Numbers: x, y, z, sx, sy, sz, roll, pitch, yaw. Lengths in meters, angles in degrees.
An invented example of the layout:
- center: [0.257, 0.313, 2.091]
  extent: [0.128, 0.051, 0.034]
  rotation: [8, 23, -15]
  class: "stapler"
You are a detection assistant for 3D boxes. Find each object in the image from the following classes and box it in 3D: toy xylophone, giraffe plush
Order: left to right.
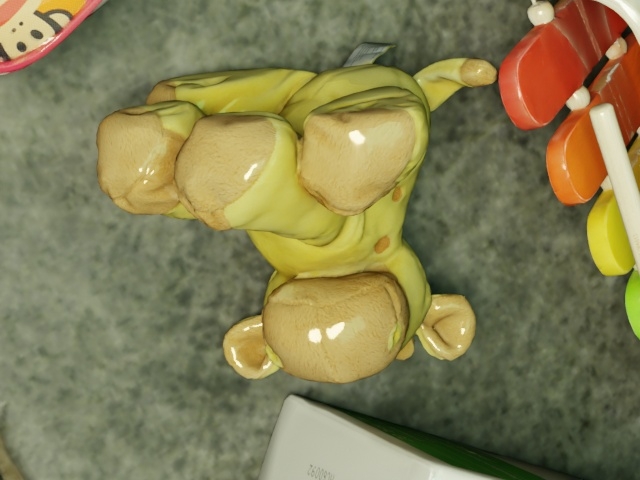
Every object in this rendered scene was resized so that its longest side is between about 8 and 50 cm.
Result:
- center: [0.000, 0.000, 0.705]
  extent: [0.210, 0.181, 0.170]
  rotation: [-30, 120, -52]
  class: "giraffe plush"
- center: [0.184, -0.027, 0.746]
  extent: [0.236, 0.081, 0.322]
  rotation: [-36, 109, -52]
  class: "toy xylophone"

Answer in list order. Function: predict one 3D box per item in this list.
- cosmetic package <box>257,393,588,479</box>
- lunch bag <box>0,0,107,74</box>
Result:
- center: [0.151, 0.216, 0.745]
  extent: [0.366, 0.197, 0.155]
  rotation: [18, 87, -24]
  class: "cosmetic package"
- center: [-0.148, -0.244, 0.626]
  extent: [0.293, 0.120, 0.258]
  rotation: [-44, 108, -12]
  class: "lunch bag"
